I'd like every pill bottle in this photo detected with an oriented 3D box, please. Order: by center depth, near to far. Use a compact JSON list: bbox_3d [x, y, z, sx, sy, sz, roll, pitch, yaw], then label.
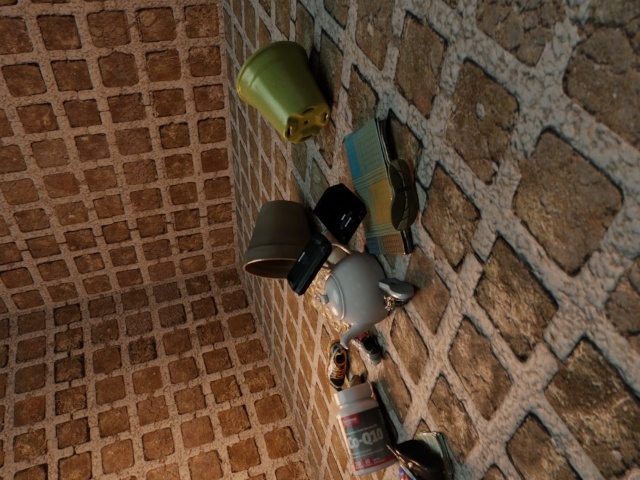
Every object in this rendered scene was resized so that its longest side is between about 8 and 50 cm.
[{"bbox_3d":[0.150,0.660,1.872,0.161,0.162,0.283,118,136,-65],"label":"pill bottle"}]

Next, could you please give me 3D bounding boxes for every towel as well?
[{"bbox_3d":[0.159,-0.141,1.502,0.271,0.040,0.369,178,78,-74],"label":"towel"},{"bbox_3d":[0.322,0.605,1.517,0.152,0.023,0.113,127,130,-68],"label":"towel"}]

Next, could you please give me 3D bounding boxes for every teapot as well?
[{"bbox_3d":[0.090,0.159,1.674,0.256,0.187,0.252,-127,30,-56],"label":"teapot"}]

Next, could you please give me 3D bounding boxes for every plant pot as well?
[{"bbox_3d":[-0.103,-0.476,1.783,0.253,0.276,0.276,58,157,21],"label":"plant pot"},{"bbox_3d":[-0.158,-0.009,2.230,0.323,0.324,0.280,127,145,-68],"label":"plant pot"}]

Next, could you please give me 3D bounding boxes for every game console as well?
[{"bbox_3d":[0.000,0.000,1.647,0.361,0.044,0.213,-57,34,14],"label":"game console"}]

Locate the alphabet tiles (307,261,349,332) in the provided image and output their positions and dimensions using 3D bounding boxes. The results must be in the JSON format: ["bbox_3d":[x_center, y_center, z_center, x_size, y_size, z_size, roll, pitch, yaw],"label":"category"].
[{"bbox_3d":[0.044,0.216,1.971,0.285,0.011,0.342,44,151,18],"label":"alphabet tiles"}]

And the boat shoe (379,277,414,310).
[{"bbox_3d":[0.218,0.161,1.484,0.183,0.065,0.083,-151,49,-77],"label":"boat shoe"}]

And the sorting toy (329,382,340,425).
[{"bbox_3d":[0.093,0.748,2.345,0.208,0.038,0.192,-163,62,-76],"label":"sorting toy"}]

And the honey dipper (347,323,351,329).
[{"bbox_3d":[0.081,0.278,1.942,0.160,0.031,0.030,49,153,19],"label":"honey dipper"}]

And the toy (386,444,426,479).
[{"bbox_3d":[0.279,0.713,1.564,0.137,0.056,0.237,43,171,-23],"label":"toy"}]

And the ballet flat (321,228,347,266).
[{"bbox_3d":[0.054,0.080,1.922,0.106,0.108,0.315,43,152,29],"label":"ballet flat"}]

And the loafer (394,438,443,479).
[{"bbox_3d":[0.278,0.638,1.517,0.220,0.080,0.078,178,79,-75],"label":"loafer"}]

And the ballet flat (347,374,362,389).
[{"bbox_3d":[0.137,0.585,2.058,0.067,0.073,0.206,39,150,21],"label":"ballet flat"}]

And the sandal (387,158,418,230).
[{"bbox_3d":[0.202,-0.115,1.333,0.049,0.072,0.180,-111,13,-82],"label":"sandal"}]

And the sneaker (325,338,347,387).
[{"bbox_3d":[0.071,0.513,2.164,0.083,0.084,0.214,-147,48,-60],"label":"sneaker"}]

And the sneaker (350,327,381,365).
[{"bbox_3d":[0.155,0.342,1.807,0.170,0.063,0.074,-128,29,-45],"label":"sneaker"}]
